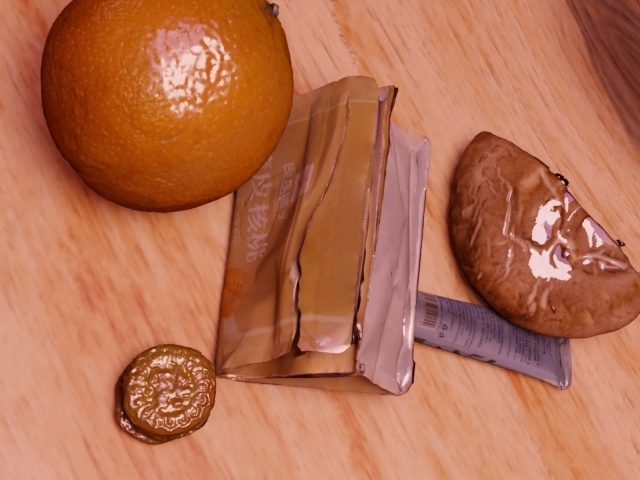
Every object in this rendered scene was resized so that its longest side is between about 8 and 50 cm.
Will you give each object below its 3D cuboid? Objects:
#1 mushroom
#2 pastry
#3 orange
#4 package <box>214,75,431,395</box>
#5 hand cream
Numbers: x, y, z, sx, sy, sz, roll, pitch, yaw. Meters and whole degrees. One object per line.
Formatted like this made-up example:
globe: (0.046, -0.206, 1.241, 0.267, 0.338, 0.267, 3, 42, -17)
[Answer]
mushroom: (0.236, 0.009, 1.059, 0.151, 0.156, 0.286, -39, 72, -3)
pastry: (-0.157, 0.157, 0.925, 0.109, 0.057, 0.097, -29, 82, -24)
orange: (-0.149, -0.159, 0.914, 0.264, 0.264, 0.264, 5, 72, -16)
package: (0.002, -0.011, 0.946, 0.221, 0.165, 0.311, 6, 71, 6)
hand cream: (0.181, 0.106, 1.051, 0.256, 0.055, 0.088, 14, 56, -15)
